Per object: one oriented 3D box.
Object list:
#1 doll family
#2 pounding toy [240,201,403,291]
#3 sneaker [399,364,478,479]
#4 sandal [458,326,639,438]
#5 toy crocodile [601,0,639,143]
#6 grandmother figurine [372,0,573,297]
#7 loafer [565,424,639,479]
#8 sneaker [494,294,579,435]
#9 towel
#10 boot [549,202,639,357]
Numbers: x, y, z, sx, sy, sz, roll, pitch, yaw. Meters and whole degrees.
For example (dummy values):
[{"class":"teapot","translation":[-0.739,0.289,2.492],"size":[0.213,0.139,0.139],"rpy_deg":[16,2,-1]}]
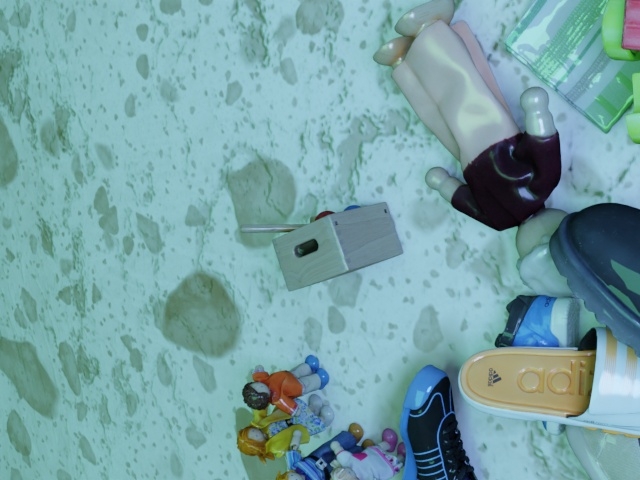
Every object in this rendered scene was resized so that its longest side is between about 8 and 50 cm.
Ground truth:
[{"class":"doll family","translation":[-0.015,0.278,1.160],"size":[0.263,0.163,0.118],"rpy_deg":[38,123,30]},{"class":"pounding toy","translation":[0.000,0.000,1.101],"size":[0.141,0.130,0.100],"rpy_deg":[-22,85,44]},{"class":"sneaker","translation":[0.151,0.266,1.067],"size":[0.090,0.081,0.232],"rpy_deg":[18,119,36]},{"class":"sandal","translation":[0.261,0.135,0.857],"size":[0.265,0.076,0.102],"rpy_deg":[-4,58,20]},{"class":"toy crocodile","translation":[0.303,-0.249,0.723],"size":[0.115,0.105,0.341],"rpy_deg":[17,109,40]},{"class":"grandmother figurine","translation":[0.189,-0.094,0.934],"size":[0.342,0.104,0.208],"rpy_deg":[61,160,10]},{"class":"loafer","translation":[0.351,0.265,0.860],"size":[0.269,0.101,0.092],"rpy_deg":[54,136,20]},{"class":"sneaker","translation":[0.236,0.134,0.962],"size":[0.084,0.058,0.152],"rpy_deg":[5,99,36]},{"class":"towel","translation":[0.266,-0.196,0.880],"size":[0.152,0.023,0.113],"rpy_deg":[49,129,23]},{"class":"boot","translation":[0.439,-0.044,0.667],"size":[0.367,0.146,0.445],"rpy_deg":[41,129,17]}]
